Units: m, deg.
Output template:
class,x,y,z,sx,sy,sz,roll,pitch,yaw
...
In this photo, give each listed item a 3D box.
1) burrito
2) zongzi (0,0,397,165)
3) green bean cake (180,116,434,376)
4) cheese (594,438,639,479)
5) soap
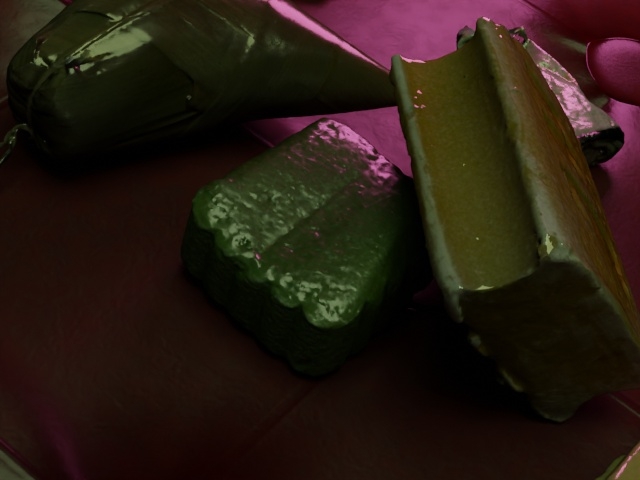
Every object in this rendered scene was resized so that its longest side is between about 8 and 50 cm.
class,x,y,z,sx,sy,sz,roll,pitch,yaw
burrito,0.264,-0.179,1.649,0.144,0.089,0.229,-12,53,-41
zongzi,-0.156,-0.152,1.461,0.418,0.181,0.447,30,51,11
green bean cake,0.000,0.000,1.400,0.222,0.125,0.248,40,54,18
cheese,0.338,0.302,1.187,0.383,0.104,0.384,16,41,-14
soap,0.204,-0.022,1.358,0.156,0.293,0.335,-22,48,17
